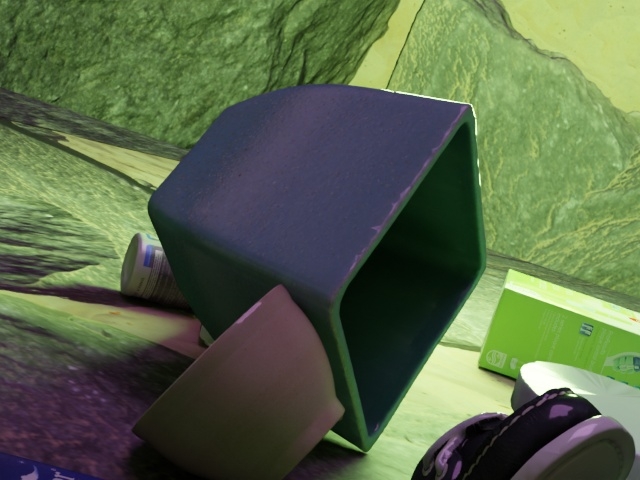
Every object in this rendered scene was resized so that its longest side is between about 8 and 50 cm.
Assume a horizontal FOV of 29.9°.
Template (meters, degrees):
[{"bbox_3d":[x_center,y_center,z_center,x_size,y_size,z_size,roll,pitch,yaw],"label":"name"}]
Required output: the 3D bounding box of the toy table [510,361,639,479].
[{"bbox_3d":[0.208,0.203,0.888,0.252,0.161,0.274,18,8,5],"label":"toy table"}]

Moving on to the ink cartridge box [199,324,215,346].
[{"bbox_3d":[0.000,0.000,1.342,0.207,0.283,0.117,17,5,-4],"label":"ink cartridge box"}]

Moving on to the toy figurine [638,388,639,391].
[{"bbox_3d":[0.310,0.220,1.026,0.130,0.173,0.159,-4,45,-44],"label":"toy figurine"}]

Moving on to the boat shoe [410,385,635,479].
[{"bbox_3d":[0.089,0.152,0.677,0.114,0.303,0.091,-22,61,-21],"label":"boat shoe"}]

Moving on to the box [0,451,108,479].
[{"bbox_3d":[-0.185,0.171,0.718,0.225,0.037,0.136,15,9,-7],"label":"box"}]

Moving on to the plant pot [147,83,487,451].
[{"bbox_3d":[-0.015,-0.001,1.134,0.252,0.248,0.247,22,-31,25],"label":"plant pot"}]

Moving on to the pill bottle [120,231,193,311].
[{"bbox_3d":[-0.162,0.042,1.423,0.137,0.078,0.078,15,9,-20],"label":"pill bottle"}]

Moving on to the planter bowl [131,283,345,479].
[{"bbox_3d":[-0.051,0.128,0.928,0.109,0.162,0.162,46,11,3],"label":"planter bowl"}]

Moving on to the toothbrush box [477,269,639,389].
[{"bbox_3d":[0.377,0.151,1.688,0.283,0.122,0.206,21,9,9],"label":"toothbrush box"}]
